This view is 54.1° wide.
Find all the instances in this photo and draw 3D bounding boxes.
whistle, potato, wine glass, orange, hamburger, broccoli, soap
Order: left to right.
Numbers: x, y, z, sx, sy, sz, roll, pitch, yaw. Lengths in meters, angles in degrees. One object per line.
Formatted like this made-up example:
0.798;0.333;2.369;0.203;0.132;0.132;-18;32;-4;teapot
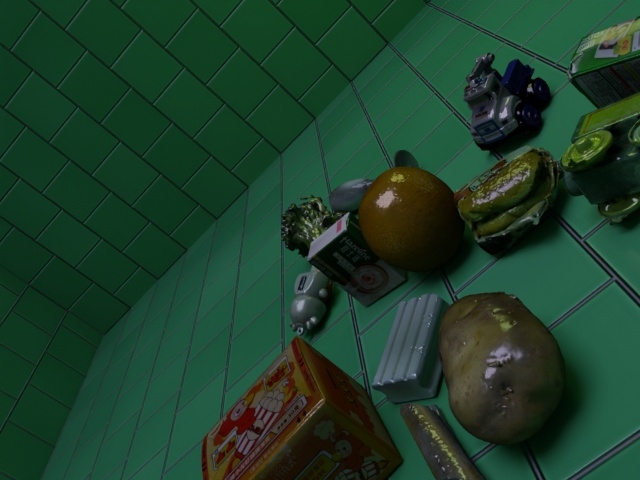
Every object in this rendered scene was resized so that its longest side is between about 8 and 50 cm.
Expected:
-0.021;0.137;1.654;0.101;0.106;0.253;4;59;18;whistle
0.014;-0.008;1.862;0.198;0.177;0.274;-23;41;-27;broccoli
0.187;-0.217;1.901;0.309;0.096;0.264;-26;23;49;wine glass
0.194;-0.045;1.348;0.236;0.236;0.236;-41;22;21;orange
0.181;0.200;1.185;0.119;0.066;0.198;-24;32;46;soap
0.197;0.339;0.926;0.067;0.057;0.326;-5;19;-10;whistle
0.263;0.180;0.954;0.192;0.141;0.296;-61;18;16;potato
0.366;-0.083;1.207;0.214;0.125;0.235;-41;11;25;hamburger

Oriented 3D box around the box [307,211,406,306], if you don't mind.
0.087;0.047;1.458;0.135;0.199;0.081;-39;24;31;box

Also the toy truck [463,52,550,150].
0.420;-0.334;1.475;0.161;0.177;0.213;-19;36;52;toy truck

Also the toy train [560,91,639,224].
0.516;-0.147;0.986;0.271;0.159;0.188;-20;29;54;toy train

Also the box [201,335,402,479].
-0.048;0.374;1.148;0.283;0.213;0.259;-48;18;4;box

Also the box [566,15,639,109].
0.580;-0.303;1.091;0.250;0.180;0.103;-4;53;61;box
